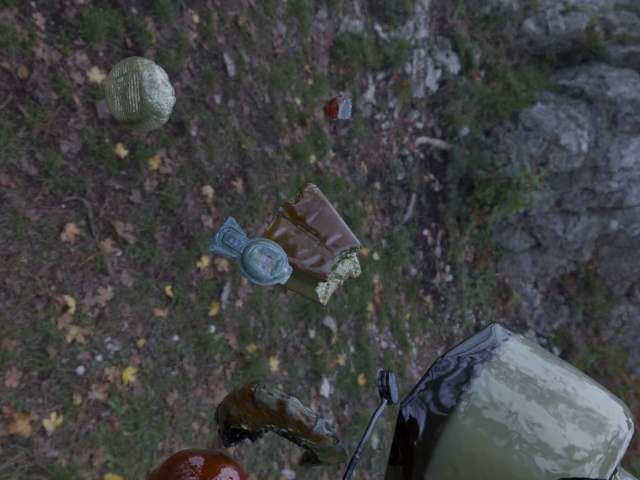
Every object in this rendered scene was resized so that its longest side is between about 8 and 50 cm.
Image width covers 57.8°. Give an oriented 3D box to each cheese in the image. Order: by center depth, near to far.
[{"bbox_3d":[-0.096,0.021,0.823,0.067,0.120,0.026,-60,-174,-21],"label":"cheese"}]

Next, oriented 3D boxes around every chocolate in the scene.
[{"bbox_3d":[0.297,0.318,0.843,0.326,0.297,0.314,-18,127,-34],"label":"chocolate"}]

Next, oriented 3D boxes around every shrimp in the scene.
[{"bbox_3d":[-0.080,0.349,1.029,0.071,0.233,0.365,-57,-179,-37],"label":"shrimp"}]

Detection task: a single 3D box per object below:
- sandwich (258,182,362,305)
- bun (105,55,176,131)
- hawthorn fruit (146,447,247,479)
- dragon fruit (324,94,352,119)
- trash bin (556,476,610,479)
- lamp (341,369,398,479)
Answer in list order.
[{"bbox_3d":[0.000,0.000,1.140,0.108,0.186,0.220,91,24,-53],"label":"sandwich"},{"bbox_3d":[-0.399,-0.329,1.309,0.111,0.188,0.164,-7,94,-52],"label":"bun"},{"bbox_3d":[-0.216,0.491,1.106,0.225,0.196,0.197,0,78,-35],"label":"hawthorn fruit"},{"bbox_3d":[0.040,-0.334,1.451,0.083,0.060,0.056,-25,128,-56],"label":"dragon fruit"},{"bbox_3d":[0.293,0.334,0.585,0.175,0.175,0.161,59,42,-51],"label":"trash bin"},{"bbox_3d":[0.047,0.337,0.978,0.371,0.108,0.130,-65,140,-56],"label":"lamp"}]
